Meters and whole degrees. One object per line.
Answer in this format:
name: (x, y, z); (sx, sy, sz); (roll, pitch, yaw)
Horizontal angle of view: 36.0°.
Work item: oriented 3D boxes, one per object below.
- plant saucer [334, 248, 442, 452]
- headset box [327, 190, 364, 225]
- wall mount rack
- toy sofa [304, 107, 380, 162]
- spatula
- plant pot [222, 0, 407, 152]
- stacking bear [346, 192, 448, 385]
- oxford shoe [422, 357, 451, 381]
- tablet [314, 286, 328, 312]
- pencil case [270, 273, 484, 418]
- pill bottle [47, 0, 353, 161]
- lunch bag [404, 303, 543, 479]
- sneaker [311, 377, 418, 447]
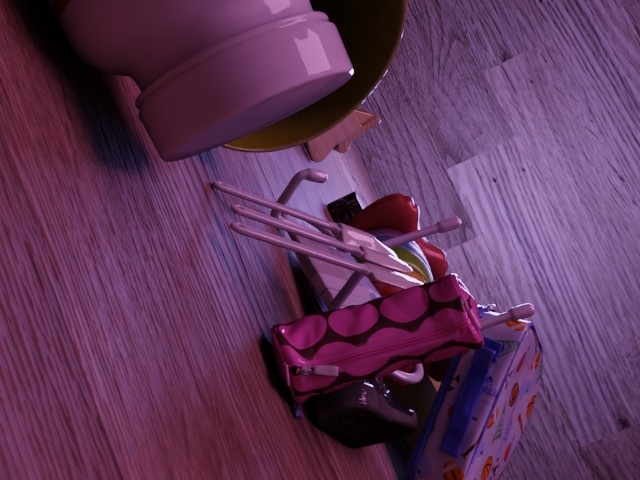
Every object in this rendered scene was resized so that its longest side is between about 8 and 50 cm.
plant saucer: (0.142, 0.204, 1.662); (0.333, 0.081, 0.333); (58, 10, -36)
headset box: (0.060, -0.046, 1.937); (0.032, 0.062, 0.083); (-97, 161, -64)
wall mount rack: (0.101, 0.037, 1.302); (0.304, 0.130, 0.350); (20, 26, -39)
toy sofa: (-0.045, -0.346, 1.983); (0.150, 0.177, 0.363); (31, -25, 57)
spatula: (0.000, 0.000, 1.056); (0.242, 0.019, 0.168); (18, 18, -23)
plant pot: (-0.095, -0.293, 1.101); (0.293, 0.274, 0.275); (53, -1, 39)
stacking bear: (0.099, 0.089, 1.448); (0.175, 0.164, 0.289); (57, 18, -26)
oxford shoe: (0.181, 0.154, 1.561); (0.098, 0.097, 0.271); (32, 9, 14)
tablet: (0.011, 0.104, 1.373); (0.083, 0.006, 0.054); (62, 9, -17)
pencil case: (0.058, 0.099, 0.973); (0.098, 0.209, 0.095); (92, -20, -85)
pill bottle: (-0.136, -0.282, 0.790); (0.408, 0.229, 0.229); (65, 8, -2)
lunch bag: (0.229, 0.244, 1.438); (0.303, 0.114, 0.243); (-67, 155, -11)
sneaker: (0.044, 0.162, 1.122); (0.227, 0.087, 0.130); (42, 30, -57)
